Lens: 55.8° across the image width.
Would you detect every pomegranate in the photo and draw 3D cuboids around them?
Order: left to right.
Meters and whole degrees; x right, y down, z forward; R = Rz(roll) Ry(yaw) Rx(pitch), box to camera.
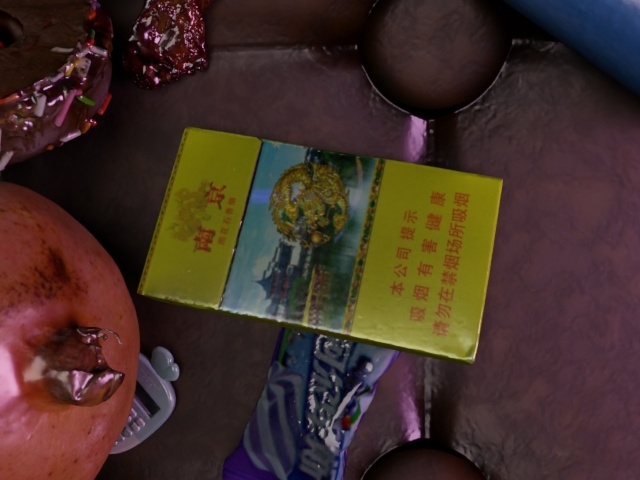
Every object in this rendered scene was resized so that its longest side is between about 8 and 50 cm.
[{"bbox_3d":[-0.311,0.109,0.542,0.338,0.338,0.339,0,92,9],"label":"pomegranate"}]

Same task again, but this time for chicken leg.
[{"bbox_3d":[-0.139,-0.250,0.650,0.093,0.053,0.205,30,104,-16],"label":"chicken leg"}]

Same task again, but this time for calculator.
[{"bbox_3d":[-0.218,0.181,0.689,0.153,0.021,0.095,-43,86,8],"label":"calculator"}]

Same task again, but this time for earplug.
[{"bbox_3d":[0.273,-0.221,0.550,0.273,0.132,0.132,36,97,9],"label":"earplug"}]

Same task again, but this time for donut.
[{"bbox_3d":[-0.332,-0.169,0.599,0.269,0.103,0.270,1,51,-1],"label":"donut"}]

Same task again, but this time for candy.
[{"bbox_3d":[-0.003,0.169,0.633,0.145,0.070,0.275,21,92,15],"label":"candy"}]

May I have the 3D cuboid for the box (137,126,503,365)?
[{"bbox_3d":[0.000,0.000,0.613,0.334,0.047,0.187,10,77,9],"label":"box"}]
